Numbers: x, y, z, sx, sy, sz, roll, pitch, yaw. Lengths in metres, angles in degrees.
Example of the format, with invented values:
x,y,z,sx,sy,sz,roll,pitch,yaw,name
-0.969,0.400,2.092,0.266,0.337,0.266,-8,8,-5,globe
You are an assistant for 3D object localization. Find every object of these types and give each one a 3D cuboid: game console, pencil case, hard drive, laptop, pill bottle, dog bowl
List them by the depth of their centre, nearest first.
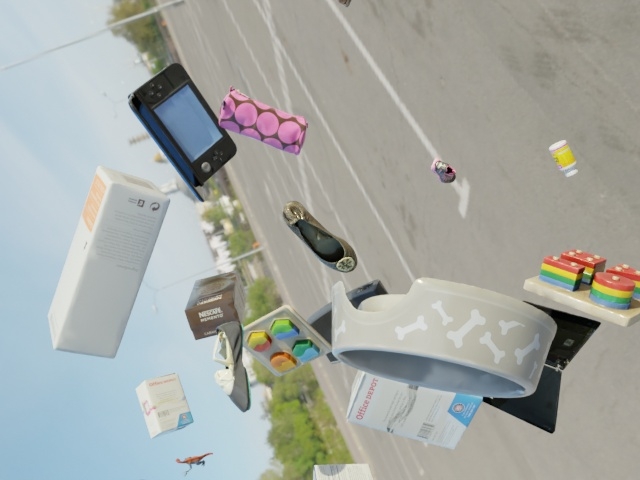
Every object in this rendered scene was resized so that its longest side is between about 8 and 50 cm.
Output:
x,y,z,sx,sy,sz,roll,pitch,yaw,name
0.175,0.158,0.942,0.349,0.348,0.102,91,-169,-71,dog bowl
-0.130,-0.276,1.420,0.095,0.209,0.098,-112,43,-73,pencil case
0.588,-0.197,1.477,0.083,0.043,0.043,60,173,-5,pill bottle
-0.330,-0.276,1.534,0.173,0.250,0.293,2,132,51,game console
0.544,0.306,1.540,0.234,0.264,0.137,15,140,55,laptop
0.094,0.233,1.690,0.172,0.254,0.054,58,-156,-1,hard drive

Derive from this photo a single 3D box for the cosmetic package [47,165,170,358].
x,y,z,sx,sy,sz,roll,pitch,yaw,name
-0.570,0.053,1.628,0.230,0.161,0.454,31,102,58,cosmetic package

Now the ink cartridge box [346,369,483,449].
x,y,z,sx,sy,sz,roll,pitch,yaw,name
0.246,0.407,1.636,0.129,0.307,0.223,-75,0,-54,ink cartridge box

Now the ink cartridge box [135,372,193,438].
x,y,z,sx,sy,sz,roll,pitch,yaw,name
-0.354,0.373,1.390,0.052,0.088,0.123,-39,66,40,ink cartridge box

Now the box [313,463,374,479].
x,y,z,sx,sy,sz,roll,pitch,yaw,name
0.055,0.583,1.416,0.126,0.137,0.072,-118,29,-79,box

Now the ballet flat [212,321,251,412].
x,y,z,sx,sy,sz,roll,pitch,yaw,name
-0.192,0.264,1.290,0.074,0.074,0.203,80,179,-57,ballet flat

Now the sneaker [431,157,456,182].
x,y,z,sx,sy,sz,roll,pitch,yaw,name
0.351,-0.185,1.683,0.057,0.047,0.119,20,177,38,sneaker

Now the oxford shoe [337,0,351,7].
x,y,z,sx,sy,sz,roll,pitch,yaw,name
0.042,-0.573,1.231,0.212,0.075,0.076,93,174,-50,oxford shoe

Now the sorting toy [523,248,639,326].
x,y,z,sx,sy,sz,roll,pitch,yaw,name
0.685,0.102,1.516,0.255,0.257,0.090,23,111,41,sorting toy

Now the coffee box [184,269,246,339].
x,y,z,sx,sy,sz,roll,pitch,yaw,name
-0.300,0.183,1.789,0.246,0.141,0.098,-107,2,-73,coffee box

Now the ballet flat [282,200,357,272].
x,y,z,sx,sy,sz,roll,pitch,yaw,name
0.000,0.000,1.495,0.250,0.084,0.058,45,-167,-23,ballet flat

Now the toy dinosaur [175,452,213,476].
x,y,z,sx,sy,sz,roll,pitch,yaw,name
-0.365,0.616,1.728,0.047,0.090,0.082,39,180,40,toy dinosaur

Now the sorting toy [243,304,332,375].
x,y,z,sx,sy,sz,roll,pitch,yaw,name
-0.098,0.264,1.556,0.193,0.208,0.038,47,-150,-28,sorting toy
